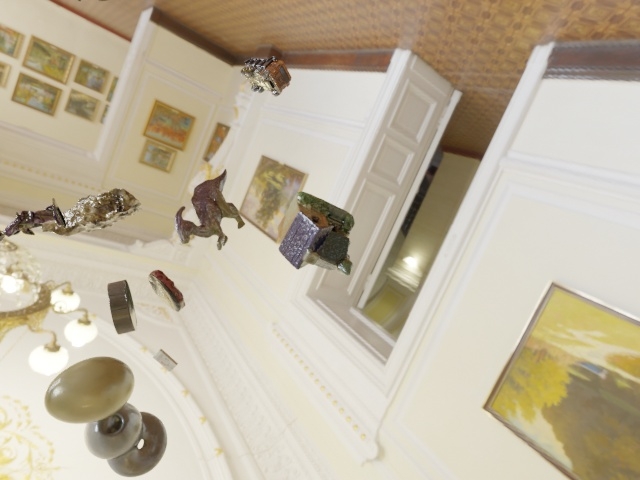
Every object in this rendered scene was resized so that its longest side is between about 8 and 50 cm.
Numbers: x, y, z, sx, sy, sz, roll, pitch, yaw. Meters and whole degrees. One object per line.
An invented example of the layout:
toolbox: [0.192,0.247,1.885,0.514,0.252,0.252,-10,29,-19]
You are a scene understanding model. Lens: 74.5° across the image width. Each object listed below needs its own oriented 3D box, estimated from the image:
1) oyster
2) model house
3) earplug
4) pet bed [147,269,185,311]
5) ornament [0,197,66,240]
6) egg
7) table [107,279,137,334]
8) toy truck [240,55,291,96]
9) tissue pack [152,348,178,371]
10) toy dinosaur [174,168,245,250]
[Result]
oyster: [-0.884,-0.089,1.693,0.204,0.395,0.111,49,-157,-69]
model house: [0.000,0.000,1.703,0.312,0.245,0.280,25,-157,-22]
earplug: [-0.668,0.684,1.465,0.174,0.214,0.326,-5,135,27]
pet bed: [-0.629,0.203,1.716,0.201,0.201,0.053,29,-126,24]
ornament: [-0.864,-0.052,1.235,0.203,0.088,0.081,-22,-152,-16]
egg: [-0.683,0.445,1.256,0.241,0.186,0.186,-4,-156,-40]
table: [-0.500,0.168,1.064,0.043,0.134,0.133,-12,-158,-20]
toy truck: [-0.177,-0.532,1.354,0.192,0.092,0.083,29,162,42]
tissue pack: [-0.711,0.549,1.930,0.108,0.056,0.023,46,-169,-7]
toy dinosaur: [-0.288,-0.075,1.145,0.162,0.077,0.294,52,-155,-27]
